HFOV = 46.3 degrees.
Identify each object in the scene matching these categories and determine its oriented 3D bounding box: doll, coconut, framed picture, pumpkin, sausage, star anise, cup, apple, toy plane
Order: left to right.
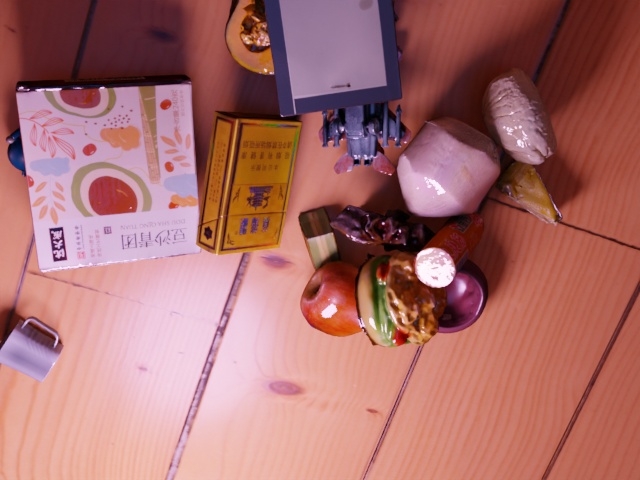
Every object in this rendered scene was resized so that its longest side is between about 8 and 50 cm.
[{"bbox_3d":[-0.628,-0.211,1.623,0.114,0.085,0.151,-2,110,-48],"label":"doll"},{"bbox_3d":[-0.677,0.246,1.758,0.129,0.095,0.128,33,99,-17],"label":"cup"},{"bbox_3d":[-0.079,-0.504,1.558,0.222,0.139,0.317,8,105,-6],"label":"pumpkin"},{"bbox_3d":[0.022,-0.437,1.512,0.265,0.016,0.347,-10,110,-5],"label":"framed picture"},{"bbox_3d":[0.057,0.139,1.757,0.199,0.199,0.199,-2,107,-5],"label":"apple"},{"bbox_3d":[0.086,-0.305,1.641,0.223,0.104,0.326,3,112,27],"label":"toy plane"},{"bbox_3d":[0.153,-0.027,1.714,0.220,0.214,0.098,19,86,-51],"label":"star anise"},{"bbox_3d":[0.275,-0.151,1.670,0.224,0.224,0.234,24,102,-12],"label":"coconut"},{"bbox_3d":[0.302,0.002,1.677,0.093,0.312,0.093,11,116,24],"label":"sausage"}]

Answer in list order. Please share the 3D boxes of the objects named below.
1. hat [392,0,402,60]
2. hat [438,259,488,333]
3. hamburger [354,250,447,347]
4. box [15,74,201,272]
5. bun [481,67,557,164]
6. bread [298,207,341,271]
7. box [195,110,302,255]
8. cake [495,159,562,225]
[{"bbox_3d":[0.123,-0.485,1.613,0.140,0.129,0.227,-1,129,27],"label":"hat"},{"bbox_3d":[0.307,0.126,1.817,0.206,0.089,0.205,-1,112,-2],"label":"hat"},{"bbox_3d":[0.193,0.131,1.665,0.149,0.237,0.237,-11,112,34],"label":"hamburger"},{"bbox_3d":[-0.443,-0.150,1.599,0.345,0.122,0.385,-7,109,-19],"label":"box"},{"bbox_3d":[0.434,-0.262,1.651,0.134,0.220,0.220,-22,109,20],"label":"bun"},{"bbox_3d":[0.001,0.003,1.789,0.074,0.084,0.139,-18,139,0],"label":"bread"},{"bbox_3d":[-0.158,-0.126,1.645,0.193,0.084,0.301,-6,113,-46],"label":"box"},{"bbox_3d":[0.507,-0.124,1.778,0.185,0.080,0.116,26,91,-2],"label":"cake"}]
